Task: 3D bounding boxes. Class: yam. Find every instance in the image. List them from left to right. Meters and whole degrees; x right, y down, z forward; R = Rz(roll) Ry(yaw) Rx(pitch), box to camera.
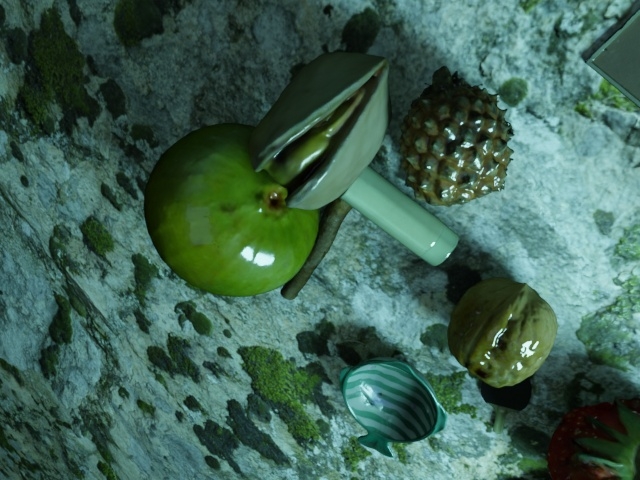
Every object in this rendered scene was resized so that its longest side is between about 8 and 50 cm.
[{"bbox_3d":[0.000,0.000,0.823,0.045,0.045,0.326,49,126,26],"label":"yam"}]

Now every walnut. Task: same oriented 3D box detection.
[{"bbox_3d":[0.293,0.143,0.690,0.156,0.155,0.184,23,124,15],"label":"walnut"}]

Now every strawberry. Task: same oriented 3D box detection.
[{"bbox_3d":[0.489,0.402,0.663,0.239,0.250,0.288,-4,135,20],"label":"strawberry"}]

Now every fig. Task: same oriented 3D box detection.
[{"bbox_3d":[-0.165,-0.050,0.748,0.317,0.316,0.315,9,115,21],"label":"fig"}]

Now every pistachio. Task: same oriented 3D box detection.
[{"bbox_3d":[0.018,-0.168,0.613,0.166,0.287,0.197,41,141,-19],"label":"pistachio"}]

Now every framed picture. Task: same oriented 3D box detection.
[{"bbox_3d":[0.439,-0.253,0.531,0.109,0.011,0.149,42,122,3],"label":"framed picture"}]

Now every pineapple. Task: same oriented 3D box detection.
[{"bbox_3d":[0.191,-0.150,0.608,0.167,0.166,0.192,-7,109,27],"label":"pineapple"}]

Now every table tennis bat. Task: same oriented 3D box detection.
[{"bbox_3d":[0.350,0.307,0.809,0.087,0.013,0.156,9,114,21],"label":"table tennis bat"}]

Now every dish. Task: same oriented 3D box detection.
[{"bbox_3d":[0.147,0.324,0.871,0.224,0.078,0.245,19,117,17],"label":"dish"}]

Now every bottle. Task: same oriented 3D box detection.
[{"bbox_3d":[0.130,-0.042,0.704,0.202,0.072,0.072,35,122,-9],"label":"bottle"}]

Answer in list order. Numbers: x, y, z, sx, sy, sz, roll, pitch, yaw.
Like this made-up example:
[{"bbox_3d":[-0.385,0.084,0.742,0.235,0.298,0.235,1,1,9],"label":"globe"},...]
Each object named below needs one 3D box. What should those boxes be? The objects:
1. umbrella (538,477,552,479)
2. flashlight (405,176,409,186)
[{"bbox_3d":[0.429,0.496,0.837,0.040,0.037,0.144,39,125,-20],"label":"umbrella"},{"bbox_3d":[0.156,-0.132,0.708,0.018,0.018,0.083,13,116,19],"label":"flashlight"}]
